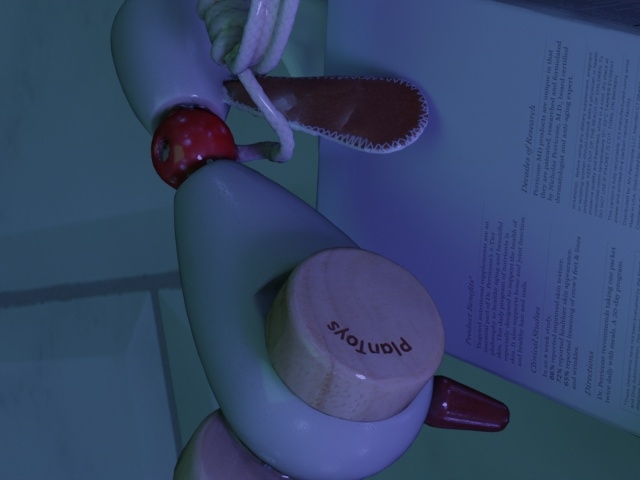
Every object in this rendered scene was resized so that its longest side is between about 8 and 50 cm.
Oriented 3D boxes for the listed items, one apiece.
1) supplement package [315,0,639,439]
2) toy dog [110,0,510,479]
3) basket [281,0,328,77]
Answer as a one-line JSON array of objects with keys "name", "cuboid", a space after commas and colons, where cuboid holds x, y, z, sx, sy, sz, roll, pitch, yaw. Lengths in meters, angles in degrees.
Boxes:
[{"name": "supplement package", "cuboid": [0.155, -0.041, 1.040, 0.263, 0.198, 0.199, 22, 115, 46]}, {"name": "toy dog", "cuboid": [0.000, 0.000, 0.998, 0.220, 0.161, 0.333, -31, 60, 53]}, {"name": "basket", "cuboid": [0.035, -0.159, 1.237, 0.113, 0.103, 0.167, -48, 61, 44]}]
